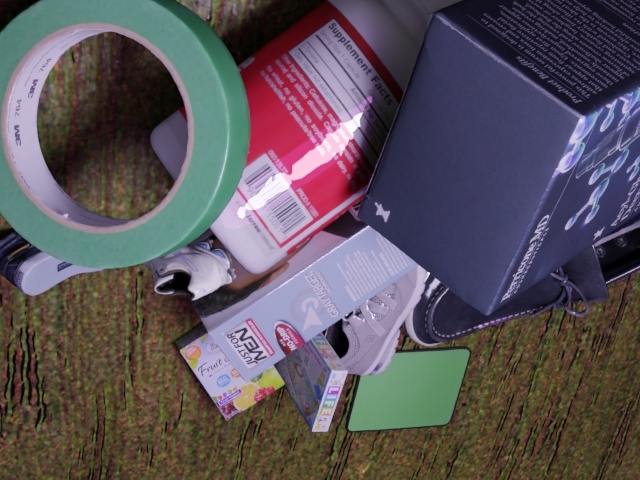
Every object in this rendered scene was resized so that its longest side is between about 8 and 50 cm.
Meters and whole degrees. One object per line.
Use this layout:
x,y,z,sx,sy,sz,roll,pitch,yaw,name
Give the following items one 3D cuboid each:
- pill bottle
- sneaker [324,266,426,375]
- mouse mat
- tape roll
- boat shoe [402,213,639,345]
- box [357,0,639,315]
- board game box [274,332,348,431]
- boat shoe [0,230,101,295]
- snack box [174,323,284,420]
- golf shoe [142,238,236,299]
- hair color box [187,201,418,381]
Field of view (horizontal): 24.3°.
0.012,-0.161,1.843,0.408,0.229,0.229,-36,129,-1,pill bottle
0.066,0.082,2.095,0.115,0.105,0.281,-7,124,-32,sneaker
0.136,0.231,2.295,0.190,0.007,0.152,0,120,-24,mouse mat
-0.243,-0.131,1.709,0.321,0.077,0.321,3,99,16,tape roll
0.346,0.017,2.167,0.500,0.156,0.186,-26,130,-7,boat shoe
0.275,-0.144,1.749,0.395,0.212,0.293,-28,149,-43,box
-0.015,0.183,2.097,0.026,0.154,0.103,3,119,-27,board game box
-0.334,0.007,1.896,0.183,0.083,0.065,-25,134,-44,boat shoe
-0.127,0.173,2.100,0.100,0.037,0.141,-32,119,-5,snack box
-0.196,0.030,1.900,0.086,0.176,0.069,-42,129,-36,golf shoe
0.000,0.000,1.967,0.374,0.185,0.113,-35,130,-2,hair color box
